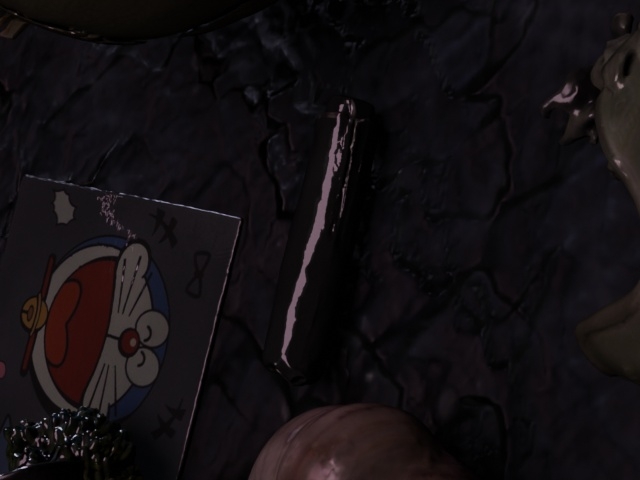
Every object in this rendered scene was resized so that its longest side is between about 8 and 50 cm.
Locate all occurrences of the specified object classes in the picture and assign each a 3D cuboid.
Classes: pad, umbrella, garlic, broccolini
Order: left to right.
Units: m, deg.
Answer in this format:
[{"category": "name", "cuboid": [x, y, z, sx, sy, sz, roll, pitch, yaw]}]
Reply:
[{"category": "broccolini", "cuboid": [-0.130, 0.179, 0.740, 0.091, 0.068, 0.203, 6, 83, 19]}, {"category": "pad", "cuboid": [-0.128, 0.095, 0.803, 0.170, 0.006, 0.246, 12, 87, 39]}, {"category": "umbrella", "cuboid": [-0.001, 0.000, 0.708, 0.036, 0.031, 0.133, 12, 87, 37]}, {"category": "garlic", "cuboid": [0.023, 0.143, 0.612, 0.147, 0.102, 0.159, -15, 81, 50]}]

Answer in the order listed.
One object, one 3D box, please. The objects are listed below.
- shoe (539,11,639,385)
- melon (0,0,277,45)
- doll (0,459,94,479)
[{"category": "shoe", "cuboid": [0.148, -0.077, 0.555, 0.149, 0.109, 0.293, -1, 84, 32]}, {"category": "melon", "cuboid": [-0.080, -0.239, 0.669, 0.268, 0.268, 0.330, 36, 115, 37]}, {"category": "doll", "cuboid": [-0.084, 0.222, 0.637, 0.117, 0.182, 0.257, -22, 75, -5]}]
